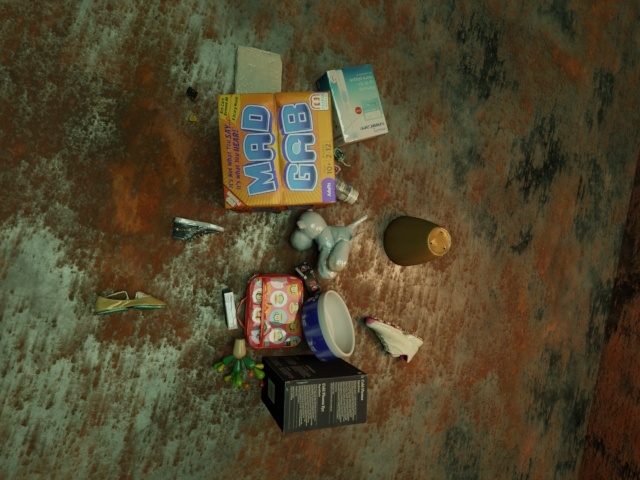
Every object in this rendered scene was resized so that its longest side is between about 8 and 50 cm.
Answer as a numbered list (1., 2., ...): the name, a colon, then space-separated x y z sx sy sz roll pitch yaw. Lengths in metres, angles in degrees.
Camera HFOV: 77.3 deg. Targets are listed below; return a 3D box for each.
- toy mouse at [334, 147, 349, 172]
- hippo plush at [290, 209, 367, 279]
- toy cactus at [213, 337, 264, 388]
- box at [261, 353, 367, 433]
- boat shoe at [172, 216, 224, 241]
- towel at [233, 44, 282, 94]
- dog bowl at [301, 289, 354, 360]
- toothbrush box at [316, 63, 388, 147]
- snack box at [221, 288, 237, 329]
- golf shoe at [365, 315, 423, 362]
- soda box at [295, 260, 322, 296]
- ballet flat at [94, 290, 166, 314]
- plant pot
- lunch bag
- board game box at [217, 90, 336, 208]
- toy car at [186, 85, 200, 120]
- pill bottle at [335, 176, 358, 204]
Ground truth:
1. toy mouse: 0.058 -0.337 1.717 0.143 0.031 0.161 10 88 -19
2. hippo plush: 0.000 0.000 1.578 0.236 0.234 0.294 31 123 -7
3. toy cactus: -0.300 0.459 1.512 0.112 0.219 0.180 0 94 -58
4. box: -0.035 0.560 1.520 0.312 0.343 0.179 2 88 -21
5. boat shoe: -0.460 -0.030 1.505 0.183 0.065 0.083 11 89 -15
6. towel: -0.248 -0.619 1.579 0.187 0.049 0.282 5 81 -20
7. dog bowl: 0.033 0.338 1.590 0.104 0.265 0.265 -21 100 20
8. toothbrush box: 0.133 -0.566 1.698 0.216 0.126 0.295 -17 98 -20
9. snack box: -0.348 0.260 1.526 0.037 0.100 0.141 -7 93 -20
10. golf shoe: 0.318 0.443 1.784 0.306 0.115 0.140 29 83 -18
11. soda box: -0.047 0.158 1.617 0.053 0.060 0.169 -38 143 -15
12. ballet flat: -0.669 0.213 1.416 0.232 0.080 0.073 -2 76 -23
13. plant pot: 0.440 0.002 1.753 0.237 0.254 0.237 0 90 -20
14. lunch bag: -0.203 0.274 1.581 0.258 0.120 0.293 2 89 -17
15. board game box: -0.148 -0.290 1.422 0.356 0.356 0.357 -4 92 -5
16. toy car: -0.483 -0.514 1.515 0.040 0.060 0.122 -9 117 -64
17. pill bottle: 0.089 -0.213 1.706 0.137 0.078 0.078 28 80 -19
